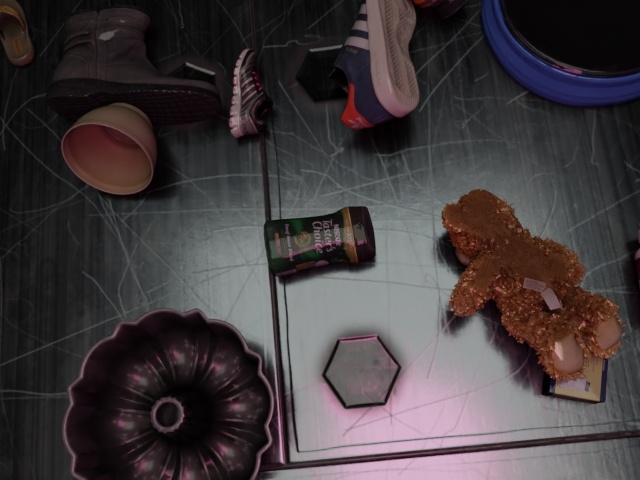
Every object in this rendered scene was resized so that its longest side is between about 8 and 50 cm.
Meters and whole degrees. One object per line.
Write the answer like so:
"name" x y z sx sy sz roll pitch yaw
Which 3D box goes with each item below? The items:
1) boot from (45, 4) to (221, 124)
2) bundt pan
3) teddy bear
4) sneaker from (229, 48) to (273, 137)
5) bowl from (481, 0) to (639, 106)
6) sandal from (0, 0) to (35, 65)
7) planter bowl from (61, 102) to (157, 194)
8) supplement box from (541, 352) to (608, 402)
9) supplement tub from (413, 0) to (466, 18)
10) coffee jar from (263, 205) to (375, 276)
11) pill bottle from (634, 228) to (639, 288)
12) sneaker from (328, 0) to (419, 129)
"boot" -0.343 -0.345 1.248 0.338 0.118 0.222 5 69 3
"bundt pan" -0.225 0.277 1.049 0.331 0.124 0.330 -1 74 5
"teddy bear" 0.318 0.071 1.045 0.338 0.113 0.245 37 62 18
"sneaker" -0.122 -0.272 1.228 0.075 0.063 0.170 3 79 7
"bowl" 0.494 -0.435 1.204 0.391 0.077 0.391 -2 74 6
"sandal" -0.628 -0.432 1.330 0.072 0.049 0.180 -27 73 -2
"planter bowl" -0.363 -0.177 1.189 0.162 0.162 0.109 5 47 7
"supplement box" 0.399 0.207 1.040 0.083 0.056 0.083 9 75 8
"supplement tub" 0.185 -0.501 1.205 0.198 0.106 0.106 41 80 -22
"coffee jar" 0.000 0.000 1.128 0.184 0.079 0.096 -10 73 2
"pill bottle" 0.551 0.054 1.053 0.086 0.086 0.152 -3 73 5
"sneaker" 0.085 -0.353 1.207 0.148 0.131 0.350 -24 49 38
